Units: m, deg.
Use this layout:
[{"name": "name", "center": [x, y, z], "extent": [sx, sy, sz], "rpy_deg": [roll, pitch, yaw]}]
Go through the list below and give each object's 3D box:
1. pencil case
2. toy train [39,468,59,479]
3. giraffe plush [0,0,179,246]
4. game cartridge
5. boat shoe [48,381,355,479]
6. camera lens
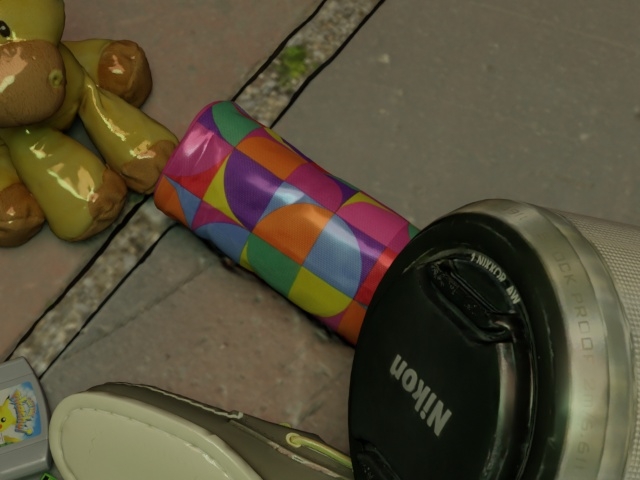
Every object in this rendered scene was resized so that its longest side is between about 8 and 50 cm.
[{"name": "pencil case", "center": [0.000, 0.000, 0.822], "extent": [0.236, 0.104, 0.104], "rpy_deg": [35, 70, 7]}, {"name": "toy train", "center": [-0.178, 0.168, 0.783], "extent": [0.023, 0.017, 0.083], "rpy_deg": [26, 69, 16]}, {"name": "giraffe plush", "center": [-0.203, -0.117, 0.809], "extent": [0.181, 0.170, 0.210], "rpy_deg": [-36, 75, -16]}, {"name": "game cartridge", "center": [-0.209, 0.120, 0.793], "extent": [0.056, 0.017, 0.083], "rpy_deg": [-17, 63, -8]}, {"name": "boat shoe", "center": [-0.025, 0.171, 0.750], "extent": [0.305, 0.109, 0.091], "rpy_deg": [27, 29, 7]}, {"name": "camera lens", "center": [0.169, 0.100, 0.687], "extent": [0.274, 0.219, 0.219], "rpy_deg": [10, 66, -28]}]
